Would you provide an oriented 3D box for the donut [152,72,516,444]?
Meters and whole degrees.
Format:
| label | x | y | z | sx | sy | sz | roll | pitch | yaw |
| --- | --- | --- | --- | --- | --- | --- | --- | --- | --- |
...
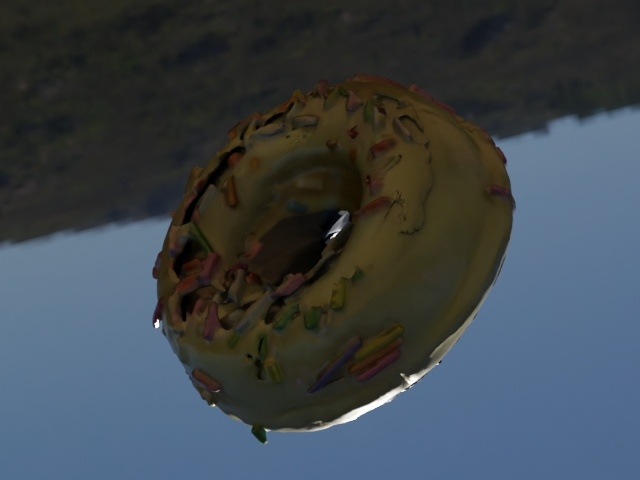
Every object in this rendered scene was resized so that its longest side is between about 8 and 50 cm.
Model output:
| label | x | y | z | sx | sy | sz | roll | pitch | yaw |
| --- | --- | --- | --- | --- | --- | --- | --- | --- | --- |
| donut | 0.000 | 0.000 | 0.809 | 0.174 | 0.068 | 0.175 | -21 | -135 | 23 |
